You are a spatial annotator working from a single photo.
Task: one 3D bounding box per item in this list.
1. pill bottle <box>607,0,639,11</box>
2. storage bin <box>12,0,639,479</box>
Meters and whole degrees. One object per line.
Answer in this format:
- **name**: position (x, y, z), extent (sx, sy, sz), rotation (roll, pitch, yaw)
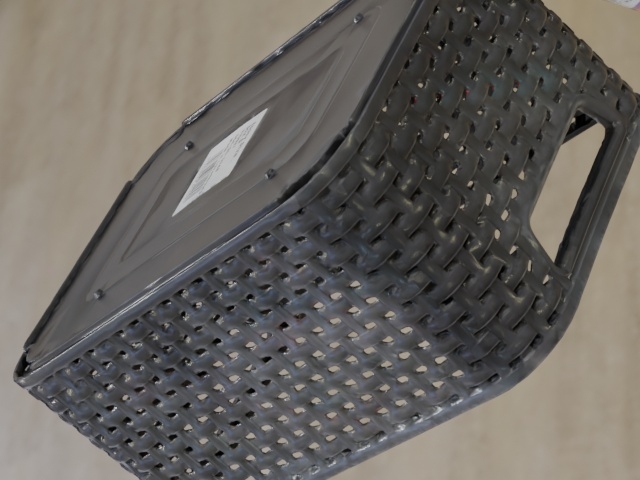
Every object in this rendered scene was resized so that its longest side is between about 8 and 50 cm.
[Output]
- **pill bottle**: position (0.078, -0.235, 0.995), extent (0.181, 0.323, 0.181), rotation (-163, 90, -89)
- **storage bin**: position (0.000, 0.000, 0.607), extent (0.180, 0.084, 0.122), rotation (-31, 24, 46)
